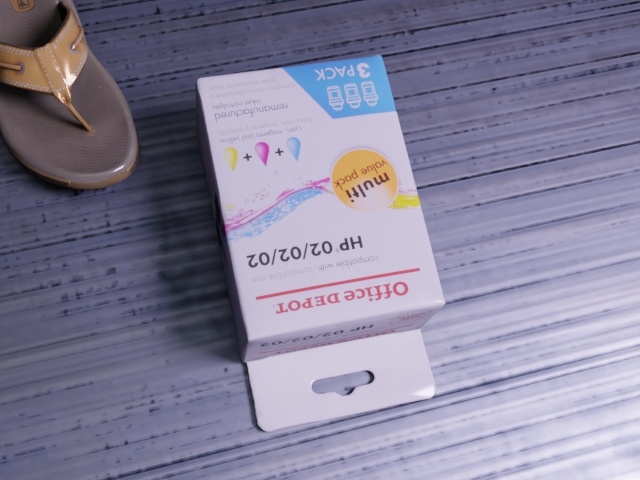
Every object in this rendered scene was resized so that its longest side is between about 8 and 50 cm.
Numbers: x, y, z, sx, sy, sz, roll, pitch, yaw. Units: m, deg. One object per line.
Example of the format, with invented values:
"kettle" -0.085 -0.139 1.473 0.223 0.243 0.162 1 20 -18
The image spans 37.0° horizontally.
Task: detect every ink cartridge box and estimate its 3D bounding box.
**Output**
"ink cartridge box" 0.000 0.000 0.509 0.104 0.061 0.181 -10 73 -10

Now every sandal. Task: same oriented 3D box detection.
"sandal" -0.156 -0.109 0.533 0.072 0.049 0.180 -18 75 -13
